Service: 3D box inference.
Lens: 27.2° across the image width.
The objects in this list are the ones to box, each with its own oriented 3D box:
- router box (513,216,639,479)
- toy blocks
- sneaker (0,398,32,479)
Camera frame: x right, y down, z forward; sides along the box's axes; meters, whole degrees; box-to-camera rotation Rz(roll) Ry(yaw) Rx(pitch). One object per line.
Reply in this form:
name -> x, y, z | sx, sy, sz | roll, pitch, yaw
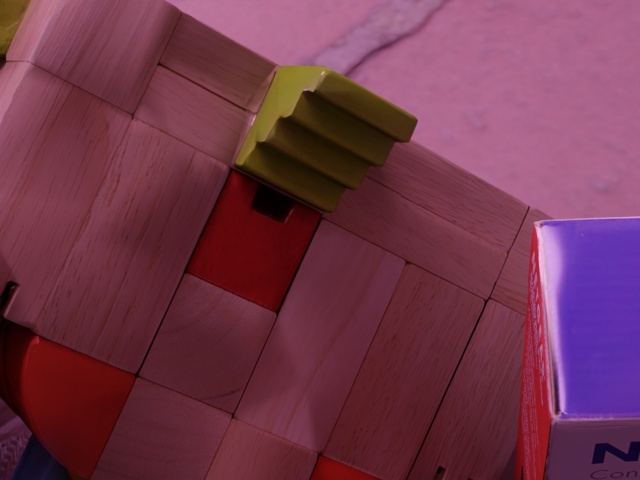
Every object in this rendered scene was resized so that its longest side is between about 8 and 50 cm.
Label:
router box -> 0.248, 0.105, 0.541 | 0.335, 0.301, 0.082 | -2, 55, 5
toy blocks -> -0.052, 0.057, 0.611 | 0.261, 0.381, 0.190 | -66, 25, -4
sneaker -> -0.237, 0.056, 0.738 | 0.153, 0.101, 0.269 | -12, 38, 4
